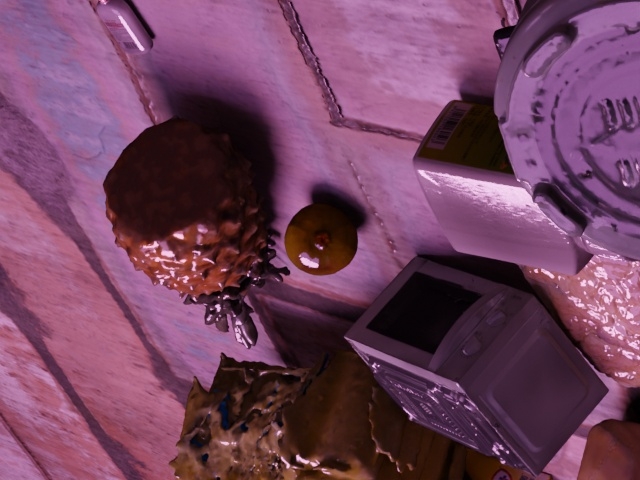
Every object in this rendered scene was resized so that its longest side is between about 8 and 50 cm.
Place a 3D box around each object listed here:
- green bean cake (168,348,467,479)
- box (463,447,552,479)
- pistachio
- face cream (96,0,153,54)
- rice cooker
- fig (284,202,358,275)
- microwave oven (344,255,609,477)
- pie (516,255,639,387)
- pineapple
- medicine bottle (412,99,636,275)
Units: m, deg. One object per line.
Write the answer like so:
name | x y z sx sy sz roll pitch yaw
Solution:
green bean cake | -0.022 0.232 2.066 0.310 0.202 0.285 5 158 28
box | 0.144 0.369 2.145 0.168 0.265 0.097 17 147 33
pistachio | 0.334 0.291 1.924 0.181 0.162 0.293 46 167 43
face cream | -0.193 -0.213 1.820 0.040 0.021 0.083 9 144 40
rice cooker | 0.243 -0.127 1.258 0.280 0.227 0.241 -9 123 29
fig | 0.000 0.000 1.912 0.074 0.074 0.088 35 175 -3
microwave oven | 0.146 0.122 1.834 0.162 0.122 0.208 50 164 -28
pie | 0.284 0.063 1.717 0.185 0.052 0.218 -2 134 53
pineapple | -0.109 0.009 1.971 0.169 0.169 0.340 21 162 23
medicine bottle | 0.188 -0.040 1.610 0.188 0.088 0.132 13 147 35
